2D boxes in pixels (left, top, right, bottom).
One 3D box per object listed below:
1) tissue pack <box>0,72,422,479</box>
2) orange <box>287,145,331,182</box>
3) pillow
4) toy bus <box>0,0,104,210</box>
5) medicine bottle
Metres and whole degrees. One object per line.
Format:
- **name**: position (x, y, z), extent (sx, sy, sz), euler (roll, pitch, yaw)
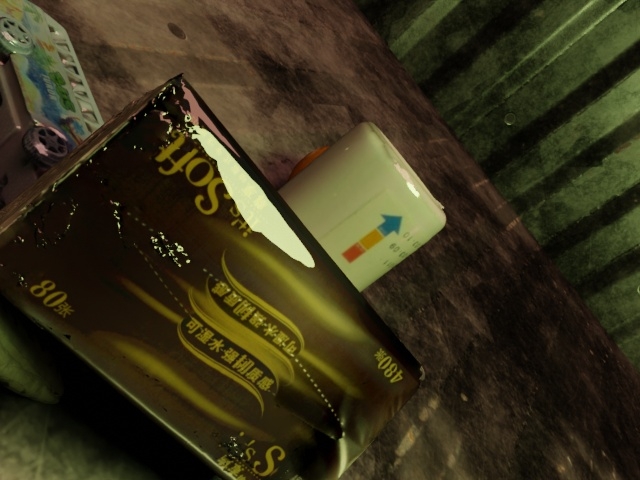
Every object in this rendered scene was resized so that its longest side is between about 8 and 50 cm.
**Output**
- **tissue pack**: position (-0.103, 0.053, 0.535), extent (0.370, 0.210, 0.198), euler (50, -10, -24)
- **orange**: position (0.049, -0.064, 1.030), extent (0.240, 0.171, 0.240), euler (34, 35, -28)
- **pillow**: position (-0.271, 0.062, 0.451), extent (0.093, 0.241, 0.051), euler (29, 62, 18)
- **toy bus**: position (-0.325, -0.136, 0.666), extent (0.136, 0.109, 0.330), euler (13, 47, -62)
- **medicine bottle**: position (0.000, 0.000, 0.737), extent (0.170, 0.293, 0.170), euler (48, 12, -14)
